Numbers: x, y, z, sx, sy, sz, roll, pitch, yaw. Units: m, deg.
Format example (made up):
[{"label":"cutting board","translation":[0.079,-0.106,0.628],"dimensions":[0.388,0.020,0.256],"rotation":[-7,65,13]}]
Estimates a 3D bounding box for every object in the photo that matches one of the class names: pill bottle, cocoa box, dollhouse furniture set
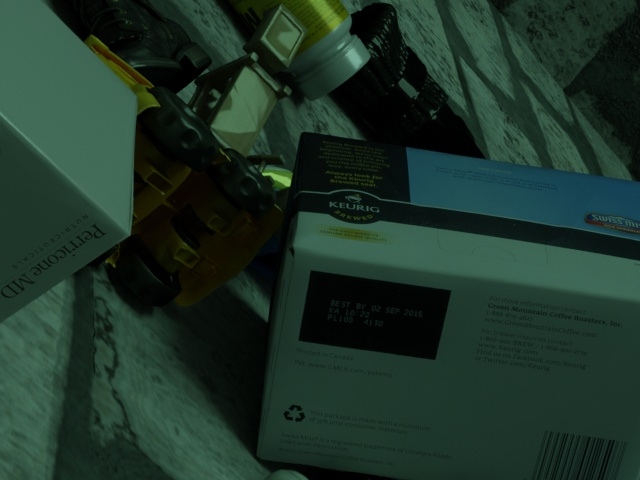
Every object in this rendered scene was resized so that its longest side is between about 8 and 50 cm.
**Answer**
[{"label":"pill bottle","translation":[-0.035,-0.289,2.058],"dimensions":[0.208,0.119,0.119],"rotation":[53,19,-12]},{"label":"cocoa box","translation":[0.128,0.068,1.475],"dimensions":[0.347,0.231,0.228],"rotation":[8,30,-4]},{"label":"dollhouse furniture set","translation":[-0.053,-0.107,1.622],"dimensions":[0.161,0.101,0.182],"rotation":[44,52,-25]}]

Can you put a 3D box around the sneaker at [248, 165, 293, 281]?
[{"label":"sneaker","translation":[0.000,0.000,1.691],"dimensions":[0.240,0.091,0.126],"rotation":[8,62,-30]}]

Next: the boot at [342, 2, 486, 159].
[{"label":"boot","translation":[0.124,-0.160,2.219],"dimensions":[0.260,0.131,0.348],"rotation":[55,7,-29]}]

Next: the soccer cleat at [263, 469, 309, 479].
[{"label":"soccer cleat","translation":[0.018,0.276,1.379],"dimensions":[0.196,0.068,0.076],"rotation":[55,16,2]}]

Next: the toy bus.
[{"label":"toy bus","translation":[-0.165,-0.072,1.393],"dimensions":[0.220,0.149,0.211],"rotation":[39,10,-48]}]

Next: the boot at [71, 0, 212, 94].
[{"label":"boot","translation":[-0.225,-0.232,1.577],"dimensions":[0.229,0.091,0.263],"rotation":[51,15,-1]}]

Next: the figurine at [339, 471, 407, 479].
[{"label":"figurine","translation":[0.100,0.272,1.567],"dimensions":[0.215,0.092,0.209],"rotation":[54,15,-12]}]

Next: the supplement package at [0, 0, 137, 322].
[{"label":"supplement package","translation":[-0.279,-0.098,1.057],"dimensions":[0.293,0.177,0.175],"rotation":[45,22,-31]}]
